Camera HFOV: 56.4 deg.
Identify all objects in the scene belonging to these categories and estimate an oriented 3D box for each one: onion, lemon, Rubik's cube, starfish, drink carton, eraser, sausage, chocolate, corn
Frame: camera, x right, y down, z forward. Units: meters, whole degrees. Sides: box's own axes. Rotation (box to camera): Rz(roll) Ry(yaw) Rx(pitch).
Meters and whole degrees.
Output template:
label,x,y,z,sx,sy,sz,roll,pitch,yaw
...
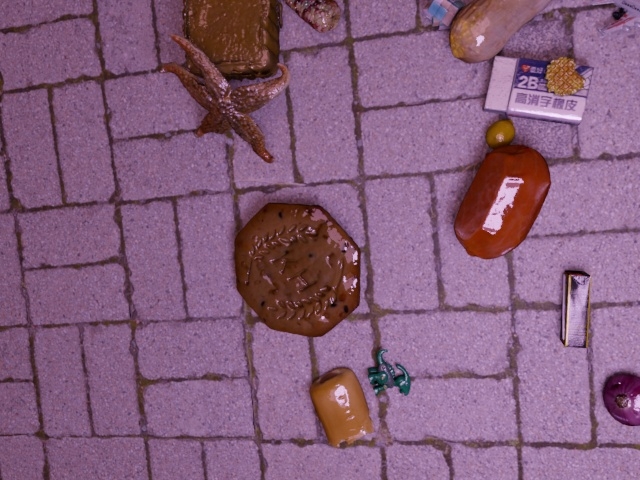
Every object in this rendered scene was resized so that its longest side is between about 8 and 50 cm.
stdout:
label,x,y,z,sx,sy,sz,roll,pitch,yaw
onion,0.694,0.355,1.333,0.115,0.104,0.115,-8,81,58
lemon,0.408,-0.241,1.351,0.062,0.062,0.083,40,84,7
Rubik's cube,0.281,-0.515,1.350,0.075,0.084,0.073,50,131,20
starfish,-0.212,-0.324,1.399,0.327,0.094,0.375,-6,133,26
drink carton,0.574,0.154,1.348,0.056,0.071,0.166,1,95,10
eraser,0.479,-0.332,1.323,0.210,0.068,0.124,12,97,13
sausage,0.400,-0.083,1.321,0.141,0.153,0.268,18,102,-27
chocolate,0.405,-0.513,1.291,0.309,0.134,0.134,-44,85,15
corn,-0.056,-0.593,1.413,0.253,0.086,0.086,44,103,8

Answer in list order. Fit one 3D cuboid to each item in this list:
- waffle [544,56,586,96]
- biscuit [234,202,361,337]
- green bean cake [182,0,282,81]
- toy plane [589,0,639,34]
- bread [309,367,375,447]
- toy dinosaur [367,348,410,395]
label,x,y,z,sx,sy,sz,roll,pitch,yaw
waffle,0.519,-0.349,1.270,0.078,0.016,0.085,-14,87,13
biscuit,-0.063,0.074,1.470,0.359,0.046,0.359,5,104,21
green bean cake,-0.209,-0.499,1.434,0.224,0.131,0.230,0,94,13
toy plane,0.670,-0.494,1.263,0.171,0.065,0.162,35,101,6
bread,0.049,0.415,1.488,0.134,0.085,0.173,-25,90,14
toy dinosaur,0.168,0.330,1.473,0.096,0.059,0.132,-18,100,6
